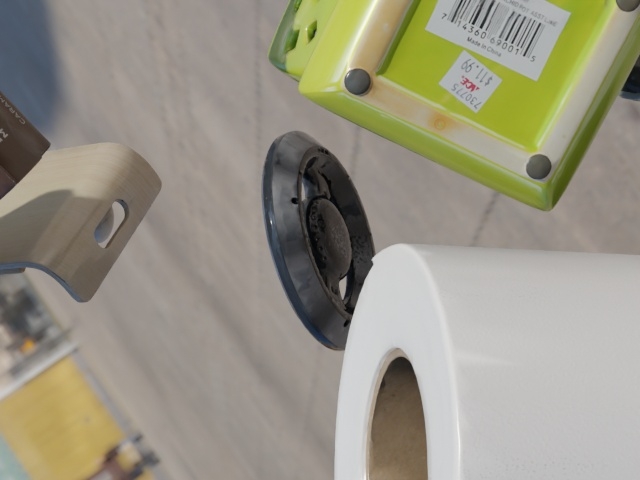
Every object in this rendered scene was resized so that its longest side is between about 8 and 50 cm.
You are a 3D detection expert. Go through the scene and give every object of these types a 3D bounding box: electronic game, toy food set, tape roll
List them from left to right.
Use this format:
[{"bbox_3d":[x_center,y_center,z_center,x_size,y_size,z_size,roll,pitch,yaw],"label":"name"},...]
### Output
[{"bbox_3d":[-0.340,0.005,1.677,0.220,0.306,0.092,-65,-40,-50],"label":"toy food set"},{"bbox_3d":[0.000,0.000,1.609,0.229,0.048,0.229,47,-145,-48],"label":"electronic game"},{"bbox_3d":[0.117,0.126,0.870,0.246,0.169,0.246,-177,90,-77],"label":"tape roll"}]

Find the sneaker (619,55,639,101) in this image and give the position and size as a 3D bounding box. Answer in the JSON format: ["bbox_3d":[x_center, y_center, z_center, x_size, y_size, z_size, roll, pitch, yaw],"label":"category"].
[{"bbox_3d":[0.217,-0.220,1.359,0.267,0.101,0.106,51,126,34],"label":"sneaker"}]

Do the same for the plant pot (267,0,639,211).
[{"bbox_3d":[0.109,-0.161,1.107,0.228,0.227,0.207,25,-167,-9],"label":"plant pot"}]

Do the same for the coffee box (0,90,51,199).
[{"bbox_3d":[-0.383,-0.047,1.431,0.141,0.246,0.098,46,-156,-11],"label":"coffee box"}]
